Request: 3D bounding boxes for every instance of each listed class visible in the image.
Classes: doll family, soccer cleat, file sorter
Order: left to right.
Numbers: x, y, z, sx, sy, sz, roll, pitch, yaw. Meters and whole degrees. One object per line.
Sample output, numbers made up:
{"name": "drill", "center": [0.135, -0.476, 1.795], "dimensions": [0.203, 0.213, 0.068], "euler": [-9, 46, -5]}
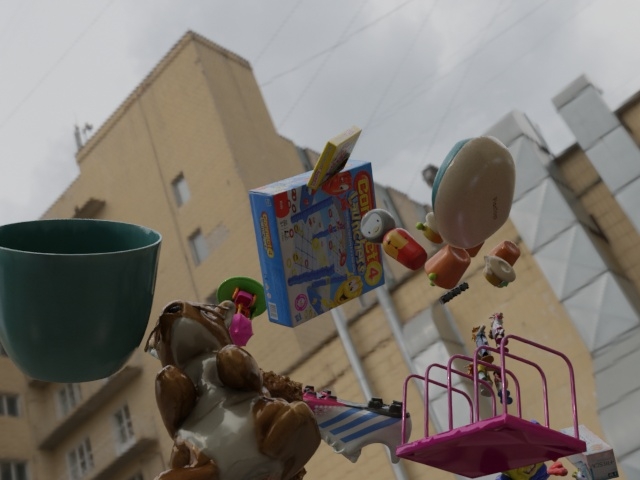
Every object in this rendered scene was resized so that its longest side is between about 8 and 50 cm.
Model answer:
{"name": "soccer cleat", "center": [0.028, 0.397, 1.841], "dimensions": [0.331, 0.143, 0.116], "euler": [7, -3, 15]}
{"name": "doll family", "center": [0.451, 0.317, 2.353], "dimensions": [0.118, 0.163, 0.263], "euler": [-5, -66, 5]}
{"name": "file sorter", "center": [0.313, 0.315, 1.619], "dimensions": [0.202, 0.182, 0.291], "euler": [23, -34, -28]}

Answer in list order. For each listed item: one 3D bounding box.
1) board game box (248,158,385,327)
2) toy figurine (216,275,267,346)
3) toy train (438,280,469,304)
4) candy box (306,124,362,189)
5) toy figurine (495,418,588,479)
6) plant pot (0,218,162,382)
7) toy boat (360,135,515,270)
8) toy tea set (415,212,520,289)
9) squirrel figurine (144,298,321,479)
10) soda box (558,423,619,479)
{"name": "board game box", "center": [0.000, 0.000, 1.946], "dimensions": [0.302, 0.086, 0.308], "euler": [-22, -68, -39]}
{"name": "toy figurine", "center": [-0.204, 0.198, 2.036], "dimensions": [0.130, 0.159, 0.173], "euler": [22, -55, -9]}
{"name": "toy train", "center": [0.373, 0.148, 2.421], "dimensions": [0.036, 0.027, 0.158], "euler": [-32, -6, 36]}
{"name": "candy box", "center": [0.032, -0.176, 1.799], "dimensions": [0.105, 0.027, 0.206], "euler": [-66, -9, 23]}
{"name": "toy figurine", "center": [0.418, 0.519, 1.932], "dimensions": [0.362, 0.217, 0.191], "euler": [-39, 10, -19]}
{"name": "plant pot", "center": [-0.423, 0.104, 1.471], "dimensions": [0.293, 0.293, 0.235], "euler": [-2, -77, -27]}
{"name": "toy boat", "center": [0.233, -0.072, 1.646], "dimensions": [0.318, 0.148, 0.267], "euler": [-34, -35, -19]}
{"name": "toy tea set", "center": [0.385, 0.060, 2.239], "dimensions": [0.336, 0.200, 0.124], "euler": [17, -52, -27]}
{"name": "squirrel figurine", "center": [-0.176, 0.294, 1.556], "dimensions": [0.281, 0.370, 0.397], "euler": [-33, -35, -3]}
{"name": "soda box", "center": [0.549, 0.436, 1.771], "dimensions": [0.058, 0.063, 0.183], "euler": [-14, 3, 0]}
